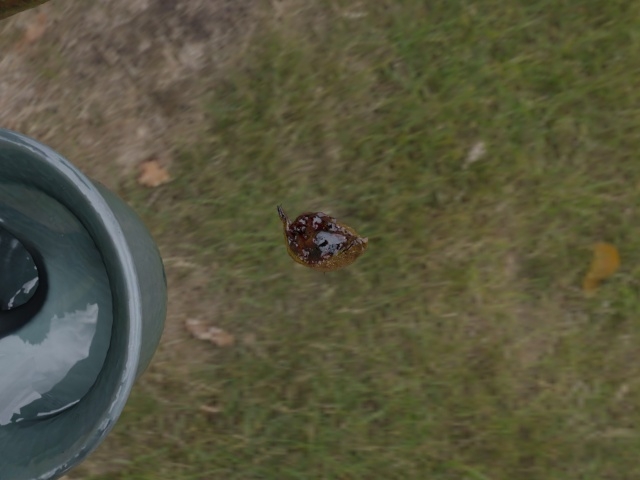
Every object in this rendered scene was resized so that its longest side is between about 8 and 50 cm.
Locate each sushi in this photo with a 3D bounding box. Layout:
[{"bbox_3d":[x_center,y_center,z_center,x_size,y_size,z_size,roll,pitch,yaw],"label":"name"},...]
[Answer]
[{"bbox_3d":[0.000,0.000,1.465,0.047,0.099,0.050,38,68,-52],"label":"sushi"}]

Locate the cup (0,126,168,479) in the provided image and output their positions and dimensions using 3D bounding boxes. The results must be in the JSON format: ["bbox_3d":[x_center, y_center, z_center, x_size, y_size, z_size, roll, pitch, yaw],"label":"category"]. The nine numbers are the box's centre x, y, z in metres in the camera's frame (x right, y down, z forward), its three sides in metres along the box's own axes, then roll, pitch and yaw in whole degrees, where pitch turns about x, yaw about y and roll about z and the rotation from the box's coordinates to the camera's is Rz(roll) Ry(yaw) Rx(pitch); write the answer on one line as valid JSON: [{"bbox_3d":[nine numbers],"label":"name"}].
[{"bbox_3d":[-0.160,0.031,0.980,0.199,0.150,0.199,2,96,20],"label":"cup"}]

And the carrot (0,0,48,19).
[{"bbox_3d":[-0.339,-0.206,1.421,0.302,0.114,0.114,-18,91,14],"label":"carrot"}]
